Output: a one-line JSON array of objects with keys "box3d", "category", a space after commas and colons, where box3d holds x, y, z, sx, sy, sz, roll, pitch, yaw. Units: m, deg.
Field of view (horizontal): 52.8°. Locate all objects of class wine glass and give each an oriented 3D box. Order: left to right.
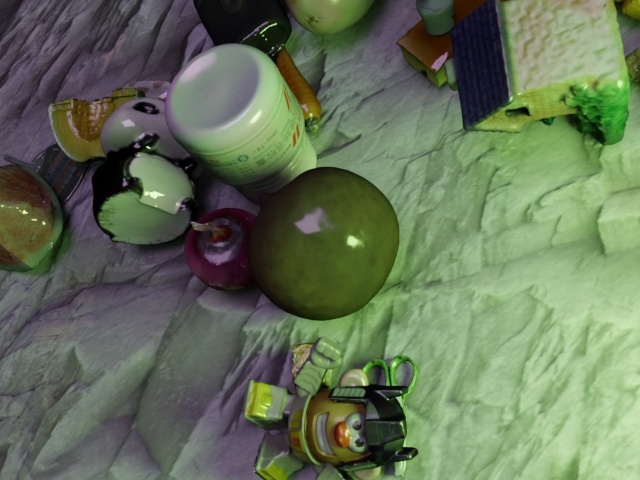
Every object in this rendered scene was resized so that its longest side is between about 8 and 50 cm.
[{"box3d": [0.222, -0.505, 1.291, 0.079, 0.195, 0.079, -10, 60, 17], "category": "wine glass"}]

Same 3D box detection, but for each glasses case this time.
[{"box3d": [-0.453, -0.382, 1.674, 0.164, 0.041, 0.063, 4, 67, 23], "category": "glasses case"}]

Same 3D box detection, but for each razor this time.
[{"box3d": [-0.199, -0.568, 1.622, 0.204, 0.113, 0.349, -31, 55, 8], "category": "razor"}]

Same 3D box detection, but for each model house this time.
[{"box3d": [0.378, -0.288, 1.155, 0.280, 0.312, 0.245, -10, 78, 21], "category": "model house"}]

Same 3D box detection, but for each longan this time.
[{"box3d": [0.002, 0.002, 1.181, 0.297, 0.297, 0.297, -9, 63, 17], "category": "longan"}]

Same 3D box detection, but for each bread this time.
[{"box3d": [-0.014, 0.233, 1.188, 0.070, 0.077, 0.083, 1, 65, 9], "category": "bread"}, {"box3d": [0.346, -0.495, 1.399, 0.361, 0.077, 0.138, -40, 57, -1], "category": "bread"}]

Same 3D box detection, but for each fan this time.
[{"box3d": [-0.737, -0.157, 1.694, 0.294, 0.012, 0.223, -9, 65, 18], "category": "fan"}]

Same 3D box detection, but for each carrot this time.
[{"box3d": [-0.062, -0.370, 1.506, 0.069, 0.069, 0.336, -27, 56, 7], "category": "carrot"}]

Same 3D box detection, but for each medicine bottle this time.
[{"box3d": [-0.149, -0.224, 1.327, 0.241, 0.302, 0.241, -8, 64, 17], "category": "medicine bottle"}]

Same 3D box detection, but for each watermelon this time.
[{"box3d": [-0.784, -0.027, 1.524, 0.283, 0.292, 0.250, 33, 112, 29], "category": "watermelon"}]

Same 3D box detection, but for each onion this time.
[{"box3d": [-0.189, 0.016, 1.318, 0.177, 0.153, 0.177, 11, 56, -17], "category": "onion"}]

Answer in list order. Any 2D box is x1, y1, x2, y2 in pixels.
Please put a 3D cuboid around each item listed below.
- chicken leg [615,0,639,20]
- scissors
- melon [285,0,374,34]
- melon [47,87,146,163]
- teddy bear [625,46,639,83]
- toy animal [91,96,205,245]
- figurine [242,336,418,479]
[{"box3d": [0.569, -0.523, 1.267, 0.409, 0.182, 0.295, -34, 80, -9], "category": "chicken leg"}, {"box3d": [0.129, 0.303, 1.122, 0.101, 0.027, 0.204, -14, 61, 18], "category": "scissors"}, {"box3d": [0.040, -0.629, 1.499, 0.223, 0.223, 0.317, 14, 67, 26], "category": "melon"}, {"box3d": [-0.534, -0.272, 1.616, 0.265, 0.129, 0.169, -5, 86, 16], "category": "melon"}, {"box3d": [0.693, -0.285, 1.119, 0.267, 0.156, 0.256, -9, 64, 15], "category": "teddy bear"}, {"box3d": [-0.385, -0.168, 1.434, 0.251, 0.251, 0.310, -12, 55, 16], "category": "toy animal"}, {"box3d": [0.020, 0.308, 1.077, 0.308, 0.309, 0.143, -4, 24, 20], "category": "figurine"}]
